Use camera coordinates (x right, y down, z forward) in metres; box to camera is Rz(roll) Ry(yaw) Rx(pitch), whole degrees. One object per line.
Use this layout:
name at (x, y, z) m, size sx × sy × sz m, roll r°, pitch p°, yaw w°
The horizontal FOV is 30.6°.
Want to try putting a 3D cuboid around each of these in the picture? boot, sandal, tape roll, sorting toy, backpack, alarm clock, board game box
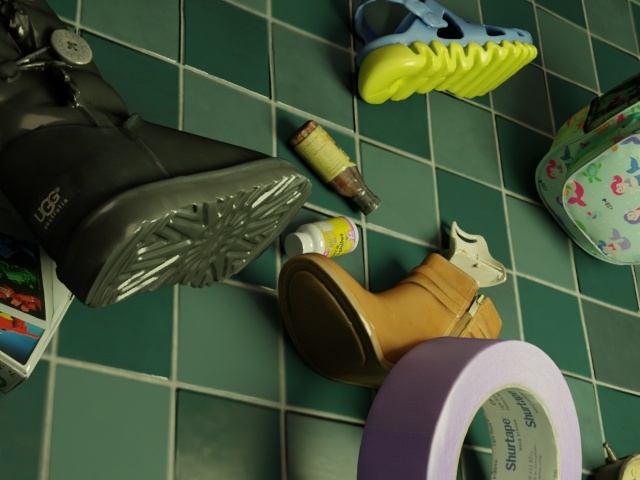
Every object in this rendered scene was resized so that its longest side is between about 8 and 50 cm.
boot at (0.090, 0.075, 1.276) m, size 0.283 × 0.109 × 0.220 m, roll 48°, pitch 47°, yaw -13°
sandal at (0.160, -0.264, 1.528) m, size 0.317 × 0.126 × 0.138 m, roll -6°, pitch 67°, yaw -44°
tape roll at (0.158, 0.237, 1.190) m, size 0.274 × 0.090 × 0.275 m, roll 1°, pitch 89°, yaw -46°
sorting toy at (0.183, 0.014, 1.445) m, size 0.083 × 0.045 × 0.075 m, roll 27°, pitch 44°, yaw -26°
backpack at (0.417, -0.083, 1.549) m, size 0.225 × 0.253 × 0.191 m, roll 48°, pitch 49°, yaw -13°
alarm clock at (0.387, 0.345, 1.413) m, size 0.129 × 0.064 × 0.192 m, roll 16°, pitch 55°, yaw -34°
board game box at (-0.345, -0.031, 1.008) m, size 0.305 × 0.053 × 0.193 m, roll 38°, pitch 46°, yaw -18°
boot at (-0.242, -0.154, 1.095) m, size 0.445 × 0.146 × 0.367 m, roll 45°, pitch 17°, yaw 14°

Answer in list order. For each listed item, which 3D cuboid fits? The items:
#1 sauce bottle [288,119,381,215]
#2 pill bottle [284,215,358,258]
sauce bottle at (0.019, -0.083, 1.358) m, size 0.128 × 0.042 × 0.042 m, roll 47°, pitch 45°, yaw -12°
pill bottle at (0.000, 0.000, 1.292) m, size 0.083 × 0.043 × 0.043 m, roll -14°, pitch 76°, yaw -43°
